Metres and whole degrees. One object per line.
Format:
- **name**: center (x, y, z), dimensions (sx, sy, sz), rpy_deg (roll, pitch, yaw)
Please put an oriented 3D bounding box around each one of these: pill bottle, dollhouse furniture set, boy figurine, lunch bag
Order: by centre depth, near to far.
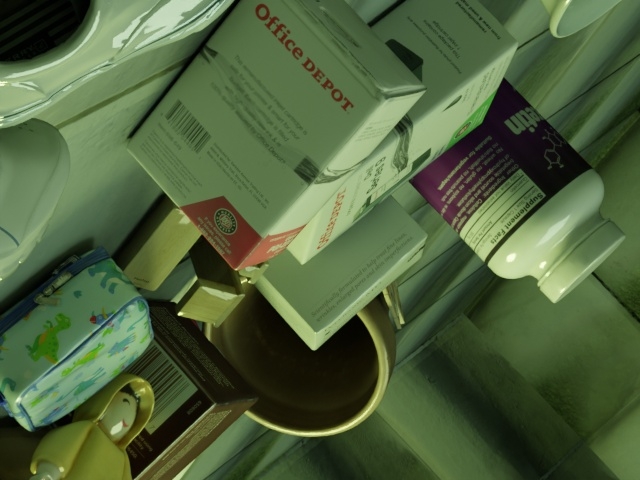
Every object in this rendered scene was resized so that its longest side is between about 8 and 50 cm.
- **lunch bag**: center (-0.259, 0.106, 1.589), dimensions (0.176, 0.090, 0.219), rpy_deg (-41, 170, -13)
- **boy figurine**: center (-0.241, 0.267, 1.682), dimensions (0.092, 0.177, 0.285), rpy_deg (-13, -136, 29)
- **dollhouse furniture set**: center (-0.147, -0.012, 1.705), dimensions (0.151, 0.123, 0.144), rpy_deg (17, 126, -37)
- **pill bottle**: center (0.230, -0.080, 1.996), dimensions (0.181, 0.323, 0.181), rpy_deg (-41, 169, -9)

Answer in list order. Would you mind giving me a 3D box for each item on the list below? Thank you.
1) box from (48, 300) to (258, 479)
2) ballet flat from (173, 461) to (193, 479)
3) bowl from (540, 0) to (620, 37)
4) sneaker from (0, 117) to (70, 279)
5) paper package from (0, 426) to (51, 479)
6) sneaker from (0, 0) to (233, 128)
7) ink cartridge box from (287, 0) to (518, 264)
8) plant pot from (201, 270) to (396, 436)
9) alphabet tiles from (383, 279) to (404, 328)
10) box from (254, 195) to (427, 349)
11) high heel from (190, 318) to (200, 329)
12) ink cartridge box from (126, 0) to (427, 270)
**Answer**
- **box**: center (-0.207, 0.185, 1.869), dimensions (0.167, 0.168, 0.203), rpy_deg (-44, 169, 6)
- **ballet flat**: center (-0.181, 0.222, 2.193), dimensions (0.400, 0.139, 0.139), rpy_deg (-43, 171, -34)
- **bowl**: center (0.316, -0.369, 1.701), dimensions (0.298, 0.134, 0.298), rpy_deg (-41, 170, -9)
- **sneaker**: center (-0.262, -0.032, 1.025), dimensions (0.297, 0.111, 0.129), rpy_deg (-30, 157, -53)
- **paper package**: center (-0.407, 0.377, 1.834), dimensions (0.325, 0.168, 0.309), rpy_deg (-45, 163, 10)
- **sneaker**: center (-0.130, -0.162, 1.009), dimensions (0.258, 0.094, 0.091), rpy_deg (-40, 173, -12)
- **ink cartridge box**: center (0.056, -0.129, 1.725), dimensions (0.289, 0.121, 0.211), rpy_deg (-39, 168, -18)
- **plant pot**: center (-0.003, 0.099, 2.149), dimensions (0.263, 0.263, 0.229), rpy_deg (-50, -176, 33)
- **alphabet tiles**: center (0.082, 0.014, 2.091), dimensions (0.009, 0.198, 0.237), rpy_deg (-13, 153, 6)
- **box**: center (0.000, 0.000, 1.862), dimensions (0.181, 0.182, 0.119), rpy_deg (-41, 170, -9)
- **high heel**: center (-0.255, 0.184, 2.034), dimensions (0.244, 0.082, 0.117), rpy_deg (-20, 120, -22)
- **ink cartridge box**: center (-0.040, -0.108, 1.369), dimensions (0.218, 0.158, 0.092), rpy_deg (-48, 166, 27)
